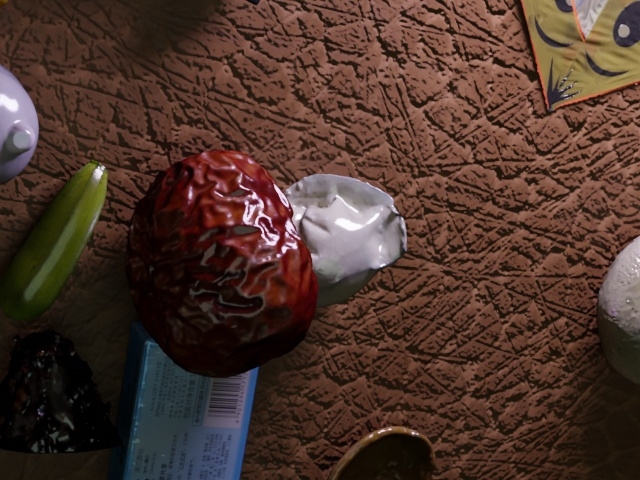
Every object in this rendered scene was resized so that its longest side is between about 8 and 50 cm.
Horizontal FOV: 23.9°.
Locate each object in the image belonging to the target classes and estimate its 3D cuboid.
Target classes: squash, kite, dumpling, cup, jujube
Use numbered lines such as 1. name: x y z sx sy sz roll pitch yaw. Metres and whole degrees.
1. squash: -0.298 0.001 1.705 0.066 0.066 0.201 31 86 -24
2. kite: 0.365 -0.304 1.880 0.377 0.013 0.328 28 94 -26
3. dumpling: -0.002 0.000 1.791 0.181 0.111 0.155 -12 79 -21
4. cup: -0.382 -0.130 1.595 0.173 0.142 0.134 33 92 -23
5. jujube: -0.112 0.026 1.677 0.212 0.213 0.232 -19 68 -14

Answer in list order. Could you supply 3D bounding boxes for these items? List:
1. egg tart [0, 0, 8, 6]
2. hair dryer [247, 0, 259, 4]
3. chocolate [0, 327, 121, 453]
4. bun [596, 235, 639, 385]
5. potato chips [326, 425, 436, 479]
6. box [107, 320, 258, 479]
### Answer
1. egg tart: -0.377 -0.293 1.540 0.147 0.202 0.202 43 88 -10
2. hair dryer: -0.118 -0.354 1.637 0.219 0.071 0.124 25 95 -44
3. chocolate: -0.302 0.166 1.713 0.156 0.156 0.133 0 94 -19
4. bun: 0.472 0.094 1.953 0.239 0.141 0.239 -6 106 -21
5. potato chips: 0.059 0.324 1.922 0.150 0.049 0.202 17 97 -26
6. box: -0.165 0.219 1.798 0.142 0.083 0.232 5 104 -21
